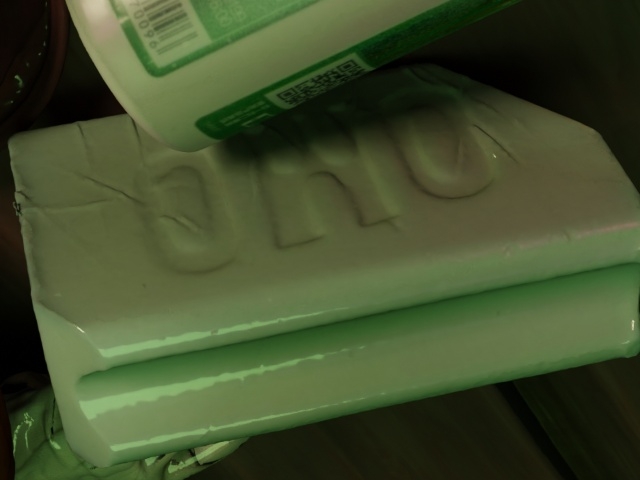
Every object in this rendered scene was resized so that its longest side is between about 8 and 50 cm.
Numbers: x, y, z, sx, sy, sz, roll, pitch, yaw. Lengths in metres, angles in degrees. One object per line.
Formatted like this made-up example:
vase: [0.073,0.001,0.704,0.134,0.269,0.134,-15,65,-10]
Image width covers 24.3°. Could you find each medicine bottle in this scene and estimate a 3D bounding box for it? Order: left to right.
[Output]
medicine bottle: [0.029,-0.150,0.653,0.274,0.133,0.133,-23,131,16]

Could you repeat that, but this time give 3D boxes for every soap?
soap: [0.000,0.000,0.744,0.289,0.173,0.095,-11,132,-9]

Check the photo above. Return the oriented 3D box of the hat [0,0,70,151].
hat: [-0.216,-0.099,0.704,0.205,0.089,0.205,-3,132,-3]

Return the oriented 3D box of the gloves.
gloves: [-0.107,0.100,0.892,0.212,0.111,0.127,-15,128,18]

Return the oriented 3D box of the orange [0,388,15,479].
orange: [-0.367,0.137,0.748,0.424,0.326,0.424,-17,139,-16]
